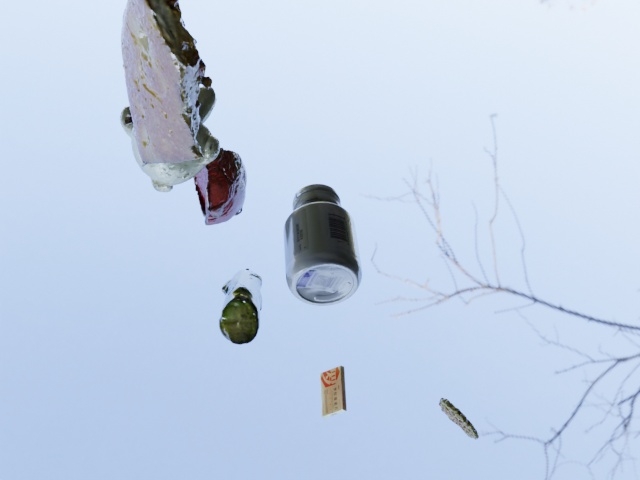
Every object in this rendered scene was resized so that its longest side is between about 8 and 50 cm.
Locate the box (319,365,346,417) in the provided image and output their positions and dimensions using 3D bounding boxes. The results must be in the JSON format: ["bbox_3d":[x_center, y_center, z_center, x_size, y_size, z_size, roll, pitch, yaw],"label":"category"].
[{"bbox_3d":[0.025,0.300,1.327,0.015,0.058,0.093,27,-133,-38],"label":"box"}]

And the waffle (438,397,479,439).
[{"bbox_3d":[0.223,0.287,1.077,0.016,0.078,0.085,-43,-121,-10],"label":"waffle"}]

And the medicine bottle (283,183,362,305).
[{"bbox_3d":[0.000,0.000,1.224,0.135,0.135,0.215,6,-135,-12],"label":"medicine bottle"}]

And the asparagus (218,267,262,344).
[{"bbox_3d":[-0.150,0.111,1.303,0.085,0.082,0.343,49,-173,-13],"label":"asparagus"}]

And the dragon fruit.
[{"bbox_3d":[-0.195,-0.120,1.395,0.127,0.161,0.121,-16,-108,-23],"label":"dragon fruit"}]

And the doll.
[{"bbox_3d":[-0.305,-0.246,1.300,0.149,0.175,0.278,20,-134,-52],"label":"doll"}]

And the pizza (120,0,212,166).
[{"bbox_3d":[-0.165,-0.169,0.707,0.056,0.271,0.134,-31,-124,-32],"label":"pizza"}]
